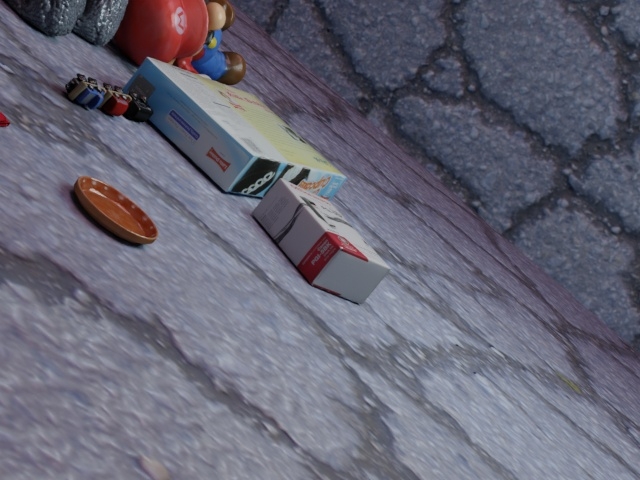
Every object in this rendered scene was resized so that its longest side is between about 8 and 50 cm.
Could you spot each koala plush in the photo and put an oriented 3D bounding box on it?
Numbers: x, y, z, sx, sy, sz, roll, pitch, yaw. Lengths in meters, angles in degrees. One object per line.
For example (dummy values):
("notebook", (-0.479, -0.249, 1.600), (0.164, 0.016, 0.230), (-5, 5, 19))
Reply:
("koala plush", (-0.305, -0.386, 1.503), (0.203, 0.221, 0.196), (40, 12, 6))

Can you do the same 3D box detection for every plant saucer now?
("plant saucer", (-0.176, -0.024, 1.051), (0.083, 0.013, 0.083), (37, 13, -10))

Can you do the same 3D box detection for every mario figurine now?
("mario figurine", (-0.162, -0.294, 1.727), (0.198, 0.170, 0.320), (42, 11, 6))

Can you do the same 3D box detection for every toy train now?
("toy train", (-0.228, -0.152, 1.343), (0.036, 0.027, 0.158), (54, 15, 16))

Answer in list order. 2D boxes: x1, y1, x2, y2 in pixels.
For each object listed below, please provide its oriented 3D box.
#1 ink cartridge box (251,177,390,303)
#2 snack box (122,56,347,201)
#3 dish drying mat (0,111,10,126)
("ink cartridge box", (0.000, 0.000, 1.382), (0.099, 0.056, 0.135), (23, 20, -50))
("snack box", (-0.099, -0.129, 1.556), (0.187, 0.060, 0.322), (43, 13, 17))
("dish drying mat", (-0.304, -0.127, 1.061), (0.083, 0.008, 0.032), (41, 13, 7))
